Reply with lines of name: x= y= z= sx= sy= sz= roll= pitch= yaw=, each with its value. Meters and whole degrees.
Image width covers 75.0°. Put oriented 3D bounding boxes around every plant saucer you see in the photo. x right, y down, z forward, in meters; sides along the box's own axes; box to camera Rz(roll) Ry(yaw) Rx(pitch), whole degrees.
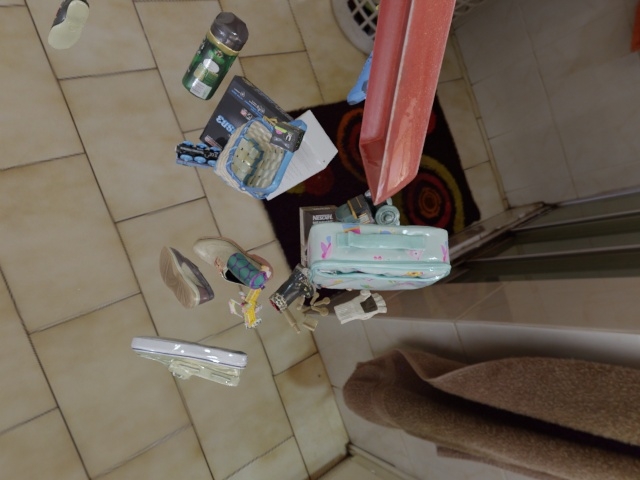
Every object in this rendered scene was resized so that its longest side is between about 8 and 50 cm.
plant saucer: x=0.094 y=-0.203 z=0.490 sx=0.047 sy=0.258 sz=0.259 roll=5 pitch=117 yaw=-2

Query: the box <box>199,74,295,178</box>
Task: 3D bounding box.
box: x=-0.273 y=-0.412 z=1.585 sx=0.295 sy=0.293 sz=0.073 roll=41 pitch=23 yaw=3

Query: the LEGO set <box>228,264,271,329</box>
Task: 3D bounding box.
LEGO set: x=-0.290 y=0.223 z=1.662 sx=0.132 sy=0.107 sz=0.287 roll=-26 pitch=133 yaw=-57

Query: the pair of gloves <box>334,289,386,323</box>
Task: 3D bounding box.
pair of gloves: x=0.135 y=0.190 z=1.618 sx=0.204 sy=0.042 sz=0.240 roll=-7 pitch=65 yaw=-18

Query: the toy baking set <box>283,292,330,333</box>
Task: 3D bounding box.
toy baking set: x=-0.073 y=0.268 z=1.771 sx=0.196 sy=0.030 sz=0.256 roll=-36 pitch=60 yaw=-12

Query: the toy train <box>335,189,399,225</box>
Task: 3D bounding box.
toy train: x=0.182 y=-0.009 z=1.371 sx=0.190 sy=0.142 sz=0.334 roll=-23 pitch=120 yaw=7

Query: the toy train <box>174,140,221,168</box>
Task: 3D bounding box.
toy train: x=-0.452 y=-0.315 z=1.559 sx=0.184 sy=0.105 sz=0.080 roll=8 pitch=78 yaw=-22

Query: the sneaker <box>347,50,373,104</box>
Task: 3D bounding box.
sneaker: x=0.130 y=-0.415 z=1.024 sx=0.082 sy=0.209 sz=0.069 roll=45 pitch=48 yaw=-18

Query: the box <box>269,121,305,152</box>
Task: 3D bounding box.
box: x=-0.078 y=-0.248 z=0.998 sx=0.062 sy=0.083 sz=0.052 roll=23 pitch=111 yaw=1

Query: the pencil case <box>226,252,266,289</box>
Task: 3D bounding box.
pencil case: x=-0.227 y=0.094 z=1.288 sx=0.070 sy=0.151 sz=0.065 roll=-29 pitch=132 yaw=-30

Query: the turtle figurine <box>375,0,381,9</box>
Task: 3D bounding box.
turtle figurine: x=0.202 y=-0.840 z=1.265 sx=0.269 sy=0.087 sz=0.217 roll=-62 pitch=145 yaw=-34

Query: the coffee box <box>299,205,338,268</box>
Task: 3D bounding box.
coffee box: x=0.000 y=0.000 z=1.855 sx=0.168 sy=0.119 sz=0.297 roll=-5 pitch=105 yaw=-11

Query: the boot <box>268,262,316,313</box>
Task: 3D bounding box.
boot: x=-0.107 y=0.203 z=1.585 sx=0.085 sy=0.236 sz=0.178 roll=36 pitch=70 yaw=22

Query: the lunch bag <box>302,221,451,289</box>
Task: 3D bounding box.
lunch bag: x=0.103 y=0.037 z=0.832 sx=0.279 sy=0.224 sz=0.108 roll=1 pitch=77 yaw=-4

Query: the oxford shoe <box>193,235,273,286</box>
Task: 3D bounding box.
oxford shoe: x=-0.403 y=0.089 z=1.802 sx=0.146 sy=0.397 sz=0.141 roll=-39 pitch=145 yaw=-61

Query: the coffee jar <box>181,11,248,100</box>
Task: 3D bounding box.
coffee jar: x=-0.235 y=-0.412 z=0.933 sx=0.079 sy=0.184 sz=0.096 roll=31 pitch=39 yaw=-23

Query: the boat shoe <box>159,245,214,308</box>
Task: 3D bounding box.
boat shoe: x=-0.424 y=0.112 z=1.309 sx=0.092 sy=0.285 sz=0.103 roll=2 pitch=116 yaw=-42

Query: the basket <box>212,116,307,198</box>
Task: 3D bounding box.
basket: x=-0.186 y=-0.265 z=1.327 sx=0.201 sy=0.289 sz=0.255 roll=39 pitch=69 yaw=-36

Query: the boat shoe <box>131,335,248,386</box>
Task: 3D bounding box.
boat shoe: x=-0.343 y=0.316 z=1.091 sx=0.302 sy=0.109 sz=0.094 roll=15 pitch=78 yaw=-13

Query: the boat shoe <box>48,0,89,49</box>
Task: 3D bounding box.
boat shoe: x=-0.516 y=-0.448 z=0.855 sx=0.049 sy=0.133 sz=0.042 roll=11 pitch=52 yaw=-51

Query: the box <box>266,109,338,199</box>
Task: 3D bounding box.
box: x=-0.138 y=-0.356 z=1.773 sx=0.215 sy=0.345 sz=0.168 roll=53 pitch=39 yaw=-18
